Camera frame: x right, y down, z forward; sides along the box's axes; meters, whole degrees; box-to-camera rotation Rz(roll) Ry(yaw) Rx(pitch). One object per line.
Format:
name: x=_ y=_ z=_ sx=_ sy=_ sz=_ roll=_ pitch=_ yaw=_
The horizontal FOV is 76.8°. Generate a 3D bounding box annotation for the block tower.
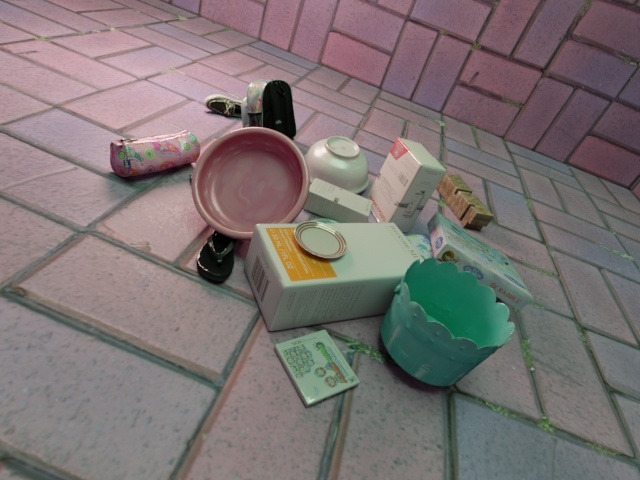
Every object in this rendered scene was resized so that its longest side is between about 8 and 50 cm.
block tower: x=0.630 y=-0.180 z=1.799 sx=0.097 sy=0.091 sz=0.335 roll=9 pitch=37 yaw=-18

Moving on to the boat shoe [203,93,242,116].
boat shoe: x=-0.412 y=-0.603 z=1.825 sx=0.219 sy=0.078 sz=0.070 roll=-3 pitch=41 yaw=-33

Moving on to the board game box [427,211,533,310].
board game box: x=0.517 y=0.055 z=1.357 sx=0.318 sy=0.066 sz=0.318 roll=32 pitch=23 yaw=-2

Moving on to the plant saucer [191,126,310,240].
plant saucer: x=-0.193 y=-0.157 z=1.150 sx=0.332 sy=0.084 sz=0.332 roll=-1 pitch=77 yaw=3

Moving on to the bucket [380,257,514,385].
bucket: x=0.291 y=0.196 z=0.980 sx=0.281 sy=0.183 sz=0.281 roll=16 pitch=36 yaw=-12

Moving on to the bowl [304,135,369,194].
bowl: x=0.074 y=-0.327 z=1.632 sx=0.297 sy=0.134 sz=0.298 roll=10 pitch=43 yaw=-10

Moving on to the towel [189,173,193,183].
towel: x=-0.372 y=-0.199 z=1.354 sx=0.119 sy=0.029 sz=0.067 roll=-5 pitch=44 yaw=-33

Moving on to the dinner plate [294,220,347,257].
dinner plate: x=0.000 y=0.000 z=1.016 sx=0.141 sy=0.017 sz=0.141 roll=13 pitch=36 yaw=-10

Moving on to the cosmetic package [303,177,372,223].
cosmetic package: x=0.063 y=-0.127 z=1.440 sx=0.231 sy=0.086 sz=0.117 roll=21 pitch=36 yaw=1

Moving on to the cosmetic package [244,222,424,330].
cosmetic package: x=0.051 y=0.080 z=1.093 sx=0.453 sy=0.162 sz=0.230 roll=-2 pitch=42 yaw=-31

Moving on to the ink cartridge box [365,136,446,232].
ink cartridge box: x=0.302 y=-0.201 z=1.491 sx=0.117 sy=0.283 sz=0.207 roll=7 pitch=38 yaw=-26

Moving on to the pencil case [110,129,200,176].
pencil case: x=-0.532 y=-0.287 z=1.309 sx=0.124 sy=0.124 sz=0.284 roll=37 pitch=37 yaw=21

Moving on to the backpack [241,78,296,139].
backpack: x=-0.218 y=-0.550 z=1.709 sx=0.191 sy=0.254 sz=0.225 roll=18 pitch=31 yaw=31

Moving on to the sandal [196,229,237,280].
sandal: x=-0.274 y=0.011 z=1.105 sx=0.097 sy=0.054 sz=0.255 roll=13 pitch=36 yaw=-11

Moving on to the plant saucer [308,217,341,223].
plant saucer: x=0.035 y=-0.023 z=1.328 sx=0.194 sy=0.037 sz=0.195 roll=15 pitch=36 yaw=-11

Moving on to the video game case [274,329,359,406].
video game case: x=-0.009 y=0.283 z=0.916 sx=0.143 sy=0.019 sz=0.157 roll=-8 pitch=45 yaw=-35

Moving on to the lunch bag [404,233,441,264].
lunch bag: x=0.332 y=0.074 z=1.308 sx=0.176 sy=0.090 sz=0.219 roll=-8 pitch=45 yaw=-34
